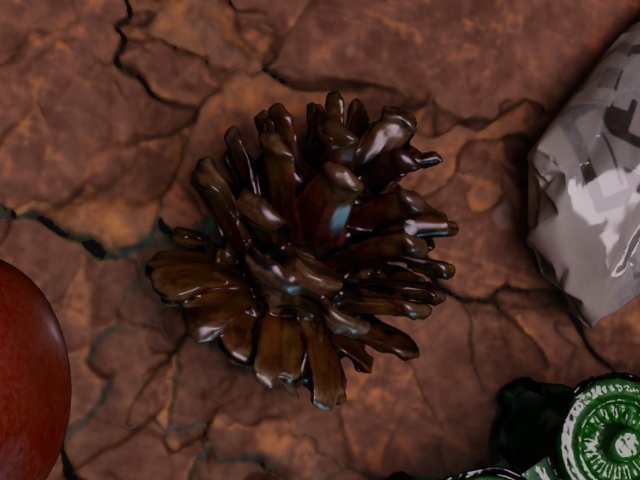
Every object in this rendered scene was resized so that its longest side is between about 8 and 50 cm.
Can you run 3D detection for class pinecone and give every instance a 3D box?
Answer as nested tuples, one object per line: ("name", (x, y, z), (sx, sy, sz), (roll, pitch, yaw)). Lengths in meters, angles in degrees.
("pinecone", (-0.002, 0.001, 0.954), (0.179, 0.150, 0.195), (34, 76, -14))

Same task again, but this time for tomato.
("tomato", (-0.216, 0.094, 0.860), (0.167, 0.167, 0.167), (-1, 92, -23))

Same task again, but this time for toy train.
("toy train", (0.159, 0.204, 1.020), (0.266, 0.145, 0.202), (-34, 93, -18))

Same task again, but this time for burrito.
("burrito", (0.296, -0.134, 1.103), (0.445, 0.101, 0.139), (-46, 103, -13))
